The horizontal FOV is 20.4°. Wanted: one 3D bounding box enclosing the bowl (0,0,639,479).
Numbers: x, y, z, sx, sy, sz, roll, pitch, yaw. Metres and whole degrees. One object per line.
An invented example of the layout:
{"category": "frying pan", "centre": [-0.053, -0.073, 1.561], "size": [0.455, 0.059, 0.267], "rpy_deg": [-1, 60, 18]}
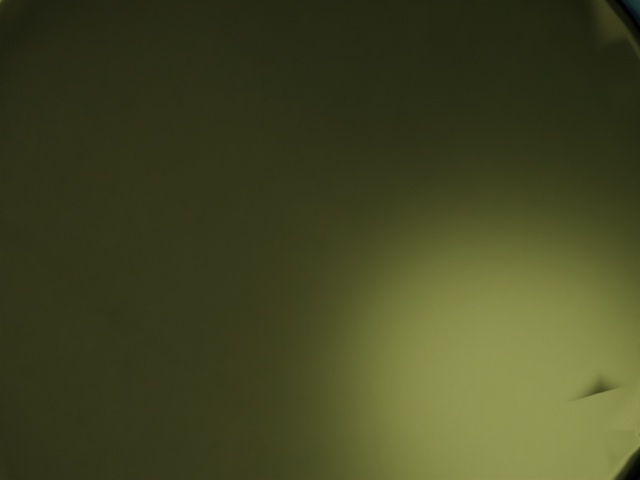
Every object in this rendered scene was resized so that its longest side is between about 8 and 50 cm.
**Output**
{"category": "bowl", "centre": [0.000, 0.000, 0.690], "size": [0.391, 0.077, 0.391], "rpy_deg": [0, 86, -6]}
